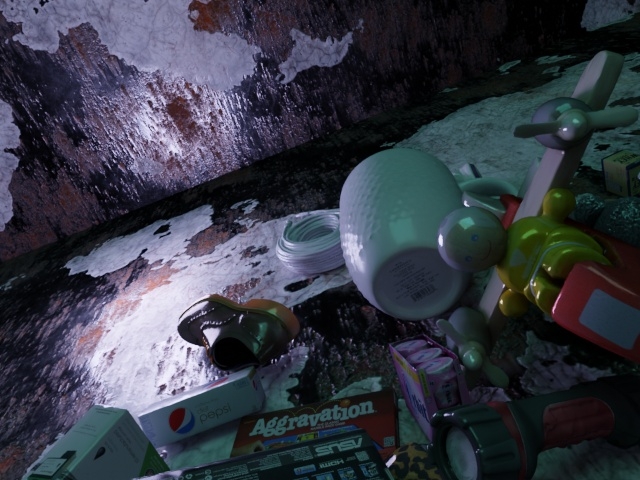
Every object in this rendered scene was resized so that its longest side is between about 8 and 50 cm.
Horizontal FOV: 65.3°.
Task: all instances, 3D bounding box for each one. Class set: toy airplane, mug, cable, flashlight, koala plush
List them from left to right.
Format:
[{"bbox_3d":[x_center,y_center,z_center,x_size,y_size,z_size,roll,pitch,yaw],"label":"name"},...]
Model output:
[{"bbox_3d":[0.000,0.000,1.387,0.257,0.089,0.257,-9,28,25],"label":"cable"},{"bbox_3d":[0.221,-0.021,1.012,0.374,0.276,0.328,-21,28,14],"label":"mug"},{"bbox_3d":[0.278,-0.002,0.685,0.273,0.385,0.384,9,-22,-16],"label":"toy airplane"},{"bbox_3d":[0.274,0.219,0.571,0.304,0.103,0.103,-1,-21,-22],"label":"flashlight"},{"bbox_3d":[0.478,0.032,0.760,0.203,0.221,0.196,-29,25,-15],"label":"koala plush"}]

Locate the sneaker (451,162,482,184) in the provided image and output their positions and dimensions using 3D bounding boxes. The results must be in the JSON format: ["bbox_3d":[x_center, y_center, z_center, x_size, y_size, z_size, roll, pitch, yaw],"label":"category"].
[{"bbox_3d":[0.357,-0.097,1.302,0.152,0.114,0.305,-26,16,24],"label":"sneaker"}]

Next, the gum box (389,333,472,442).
[{"bbox_3d":[0.157,0.208,0.713,0.062,0.107,0.188,-16,0,-3],"label":"gum box"}]

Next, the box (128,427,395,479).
[{"bbox_3d":[-0.074,0.362,0.495,0.395,0.097,0.318,-5,22,-20],"label":"box"}]

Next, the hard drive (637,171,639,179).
[{"bbox_3d":[0.607,-0.007,0.666,0.040,0.319,0.210,-61,27,5],"label":"hard drive"}]

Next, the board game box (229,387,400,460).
[{"bbox_3d":[-0.013,0.322,0.802,0.282,0.027,0.145,-16,23,13],"label":"board game box"}]

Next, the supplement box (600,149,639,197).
[{"bbox_3d":[0.692,-0.150,1.130,0.056,0.083,0.083,-25,25,-4],"label":"supplement box"}]

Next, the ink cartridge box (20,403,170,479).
[{"bbox_3d":[-0.366,0.396,0.777,0.093,0.160,0.219,-6,30,32],"label":"ink cartridge box"}]

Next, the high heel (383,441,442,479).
[{"bbox_3d":[0.144,0.336,0.570,0.186,0.093,0.261,-17,18,16],"label":"high heel"}]

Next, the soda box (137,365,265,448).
[{"bbox_3d":[-0.215,0.307,0.922,0.216,0.069,0.074,-20,0,2],"label":"soda box"}]

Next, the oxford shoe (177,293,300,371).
[{"bbox_3d":[-0.216,0.202,1.073,0.364,0.130,0.132,-11,28,42],"label":"oxford shoe"}]

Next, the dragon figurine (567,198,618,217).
[{"bbox_3d":[0.493,-0.008,0.997,0.289,0.143,0.085,-11,17,-24],"label":"dragon figurine"}]
